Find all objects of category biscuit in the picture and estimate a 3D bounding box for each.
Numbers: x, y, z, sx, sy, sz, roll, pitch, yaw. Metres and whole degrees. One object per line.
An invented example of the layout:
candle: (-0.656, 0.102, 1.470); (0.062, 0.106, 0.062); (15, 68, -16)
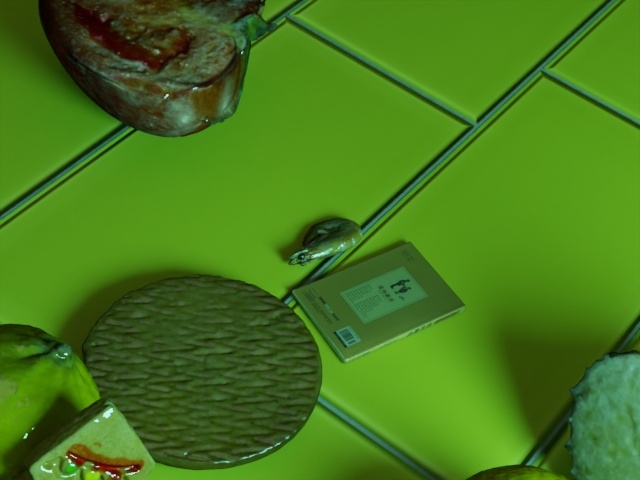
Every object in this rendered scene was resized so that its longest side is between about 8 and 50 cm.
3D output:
biscuit: (-0.128, 0.142, 1.410); (0.262, 0.037, 0.262); (4, 48, -5)
biscuit: (-0.222, 0.250, 1.172); (0.212, 0.238, 0.041); (6, 25, -36)

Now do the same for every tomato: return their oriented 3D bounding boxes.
tomato: (-0.216, -0.235, 1.647); (0.309, 0.170, 0.309); (3, 44, -3)

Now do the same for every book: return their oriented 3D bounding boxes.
book: (0.068, 0.070, 1.521); (0.172, 0.012, 0.118); (-21, 55, -25)

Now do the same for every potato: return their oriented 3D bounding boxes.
potato: (0.434, 0.225, 1.308); (0.237, 0.301, 0.288); (-9, 81, -42)

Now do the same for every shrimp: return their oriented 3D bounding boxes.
shrimp: (0.000, 0.000, 1.570); (0.108, 0.023, 0.059); (-22, 45, -25)

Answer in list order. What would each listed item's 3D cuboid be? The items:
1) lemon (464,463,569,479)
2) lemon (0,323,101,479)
lemon: (0.175, 0.309, 1.207); (0.187, 0.187, 0.244); (26, 52, 14)
lemon: (-0.305, 0.182, 1.232); (0.192, 0.231, 0.192); (32, 23, -16)
